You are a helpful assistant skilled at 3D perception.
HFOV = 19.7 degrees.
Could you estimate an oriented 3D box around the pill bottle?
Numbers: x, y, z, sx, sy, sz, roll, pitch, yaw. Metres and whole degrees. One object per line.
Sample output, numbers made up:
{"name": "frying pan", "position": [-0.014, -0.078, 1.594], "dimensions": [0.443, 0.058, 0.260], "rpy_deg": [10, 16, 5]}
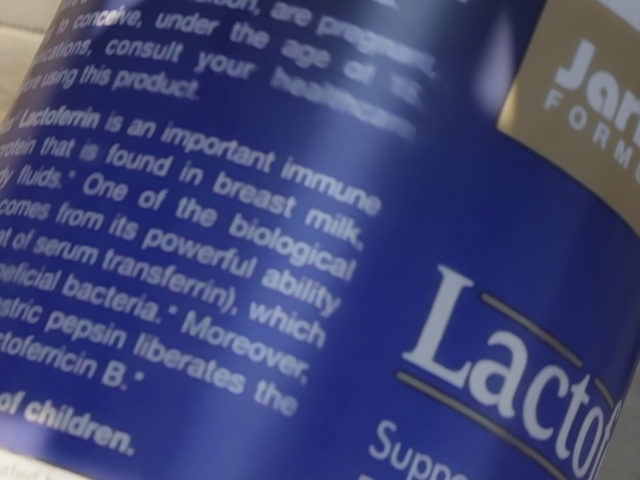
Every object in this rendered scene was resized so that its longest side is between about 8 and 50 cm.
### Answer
{"name": "pill bottle", "position": [0.000, 0.000, 0.416], "dimensions": [0.153, 0.153, 0.264], "rpy_deg": [23, 75, -1]}
